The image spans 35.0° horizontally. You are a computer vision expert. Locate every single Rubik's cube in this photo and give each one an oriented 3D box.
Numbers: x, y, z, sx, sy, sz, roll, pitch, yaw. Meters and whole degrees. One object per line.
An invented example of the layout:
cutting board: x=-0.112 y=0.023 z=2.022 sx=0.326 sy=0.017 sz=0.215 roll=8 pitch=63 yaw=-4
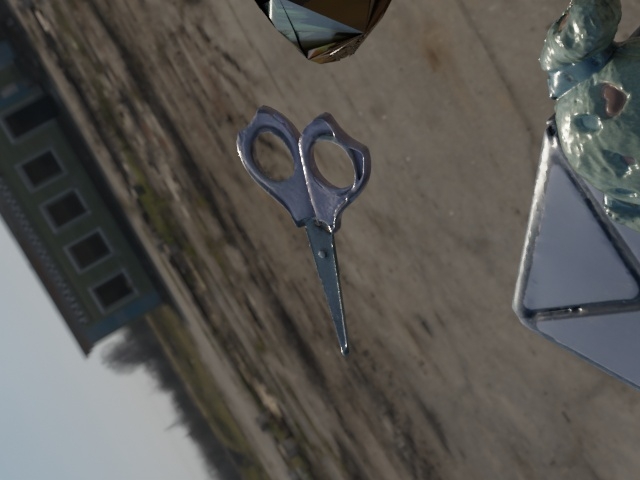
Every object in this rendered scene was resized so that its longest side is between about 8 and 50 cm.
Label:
Rubik's cube: x=0.339 y=-0.021 z=0.857 sx=0.260 sy=0.259 sz=0.254 roll=32 pitch=148 yaw=28

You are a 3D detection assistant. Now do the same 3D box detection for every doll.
doll: x=0.205 y=-0.072 z=0.655 sx=0.104 sy=0.071 sz=0.214 roll=3 pitch=139 yaw=50

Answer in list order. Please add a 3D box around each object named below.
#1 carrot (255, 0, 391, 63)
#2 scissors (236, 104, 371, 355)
carrot: x=-0.005 y=-0.145 z=0.377 sx=0.069 sy=0.069 sz=0.228 roll=56 pitch=171 yaw=20
scissors: x=0.000 y=0.000 z=0.674 sx=0.100 sy=0.015 sz=0.189 roll=9 pitch=124 yaw=33
